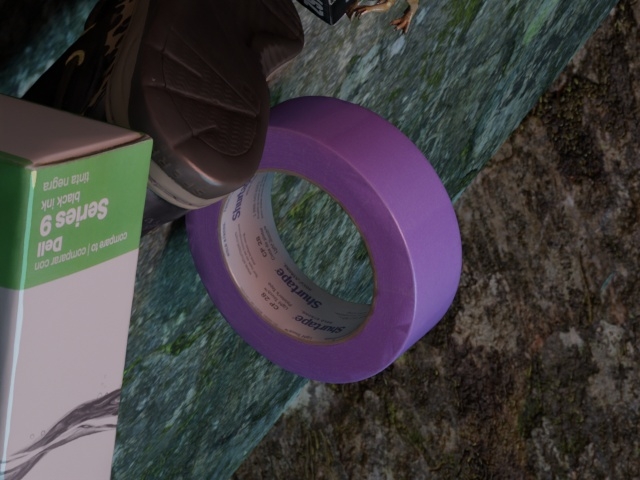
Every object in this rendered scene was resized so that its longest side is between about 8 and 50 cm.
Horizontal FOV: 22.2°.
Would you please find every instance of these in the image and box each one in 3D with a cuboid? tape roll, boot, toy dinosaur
[{"bbox_3d":[0.000,0.000,1.604,0.090,0.275,0.275,-37,162,-45],"label":"tape roll"},{"bbox_3d":[-0.158,-0.073,1.120,0.284,0.138,0.377,-37,-156,22],"label":"boot"},{"bbox_3d":[0.074,-0.225,1.366,0.183,0.053,0.093,-36,161,-46],"label":"toy dinosaur"}]

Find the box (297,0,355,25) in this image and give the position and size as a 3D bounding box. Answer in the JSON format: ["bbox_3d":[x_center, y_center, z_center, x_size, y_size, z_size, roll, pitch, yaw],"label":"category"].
[{"bbox_3d":[0.085,-0.353,1.324,0.322,0.079,0.257,-47,166,-10],"label":"box"}]

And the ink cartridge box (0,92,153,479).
[{"bbox_3d":[-0.227,0.061,0.928,0.121,0.211,0.289,-25,127,-62],"label":"ink cartridge box"}]
